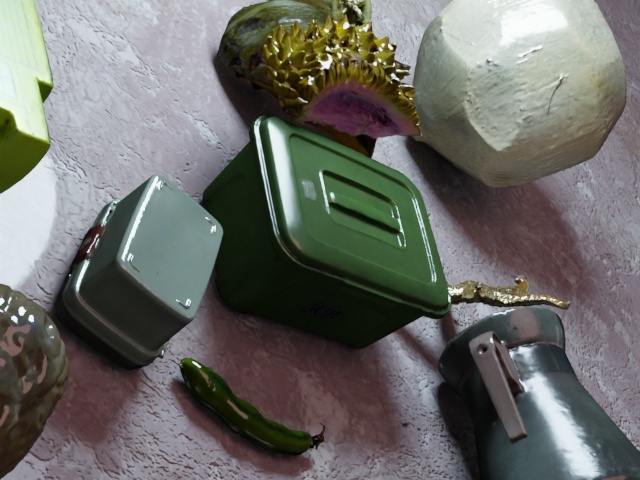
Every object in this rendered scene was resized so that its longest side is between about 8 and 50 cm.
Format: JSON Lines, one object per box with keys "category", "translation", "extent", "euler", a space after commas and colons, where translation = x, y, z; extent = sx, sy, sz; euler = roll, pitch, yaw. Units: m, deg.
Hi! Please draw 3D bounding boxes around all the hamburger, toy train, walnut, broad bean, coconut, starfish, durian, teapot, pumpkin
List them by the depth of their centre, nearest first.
{"category": "walnut", "translation": [-0.343, 0.147, 1.347], "extent": [0.178, 0.178, 0.230], "euler": [40, 45, -19]}
{"category": "toy train", "translation": [-0.451, -0.246, 1.586], "extent": [0.272, 0.179, 0.442], "euler": [20, 43, -48]}
{"category": "broad bean", "translation": [-0.086, 0.214, 1.706], "extent": [0.227, 0.039, 0.069], "euler": [32, 44, -29]}
{"category": "teapot", "translation": [0.302, 0.277, 1.930], "extent": [0.300, 0.253, 0.344], "euler": [47, 17, -53]}
{"category": "durian", "translation": [0.036, -0.249, 1.962], "extent": [0.341, 0.112, 0.191], "euler": [4, 62, -53]}
{"category": "starfish", "translation": [0.225, 0.082, 2.091], "extent": [0.231, 0.295, 0.048], "euler": [-20, 110, -82]}
{"category": "pumpkin", "translation": [0.015, -0.261, 2.127], "extent": [0.312, 0.169, 0.148], "euler": [34, -7, -32]}
{"category": "hamburger", "translation": [-0.006, -0.387, 2.279], "extent": [0.185, 0.159, 0.131], "euler": [35, 30, 24]}
{"category": "coconut", "translation": [0.315, -0.267, 2.367], "extent": [0.346, 0.360, 0.346], "euler": [162, -90, -82]}

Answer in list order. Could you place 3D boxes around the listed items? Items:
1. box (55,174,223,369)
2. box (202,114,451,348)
{"category": "box", "translation": [-0.210, 0.036, 1.639], "extent": [0.148, 0.129, 0.210], "euler": [40, 34, -20]}
{"category": "box", "translation": [0.000, 0.000, 1.893], "extent": [0.329, 0.178, 0.252], "euler": [23, 44, -39]}
